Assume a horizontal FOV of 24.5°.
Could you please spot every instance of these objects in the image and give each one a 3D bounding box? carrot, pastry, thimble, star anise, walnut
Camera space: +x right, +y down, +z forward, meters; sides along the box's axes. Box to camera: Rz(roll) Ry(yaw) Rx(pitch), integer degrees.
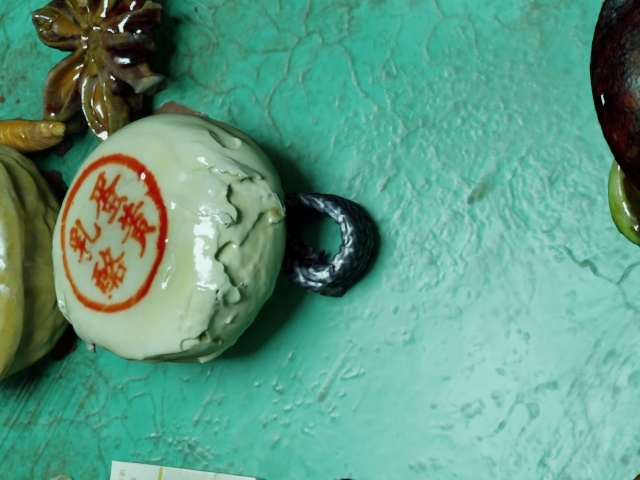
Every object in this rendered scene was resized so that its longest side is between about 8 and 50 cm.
[{"bbox_3d":[-0.334,-0.111,1.572,0.224,0.057,0.057,-2,80,42],"label":"carrot"},{"bbox_3d":[-0.145,0.001,1.420,0.264,0.133,0.265,-6,81,36],"label":"pastry"},{"bbox_3d":[-0.001,-0.002,1.431,0.095,0.066,0.104,-39,68,17],"label":"thimble"},{"bbox_3d":[-0.229,-0.198,1.555,0.214,0.099,0.220,38,114,42],"label":"star anise"},{"bbox_3d":[-0.359,0.027,1.500,0.257,0.224,0.257,11,104,49],"label":"walnut"}]

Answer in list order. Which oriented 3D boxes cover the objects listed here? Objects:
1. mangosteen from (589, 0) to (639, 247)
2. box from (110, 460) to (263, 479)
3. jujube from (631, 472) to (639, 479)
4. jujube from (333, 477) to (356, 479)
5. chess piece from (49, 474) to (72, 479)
[{"bbox_3d":[0.346,-0.122,1.196,0.288,0.288,0.288,-4,80,24],"label":"mangosteen"},{"bbox_3d":[-0.138,0.273,1.472,0.167,0.024,0.090,2,82,26],"label":"box"},{"bbox_3d":[0.353,0.274,1.170,0.190,0.190,0.255,-41,75,13],"label":"jujube"},{"bbox_3d":[-0.007,0.269,1.390,0.129,0.077,0.077,-26,71,7],"label":"jujube"},{"bbox_3d":[-0.302,0.274,1.543,0.092,0.035,0.035,-21,74,24],"label":"chess piece"}]
